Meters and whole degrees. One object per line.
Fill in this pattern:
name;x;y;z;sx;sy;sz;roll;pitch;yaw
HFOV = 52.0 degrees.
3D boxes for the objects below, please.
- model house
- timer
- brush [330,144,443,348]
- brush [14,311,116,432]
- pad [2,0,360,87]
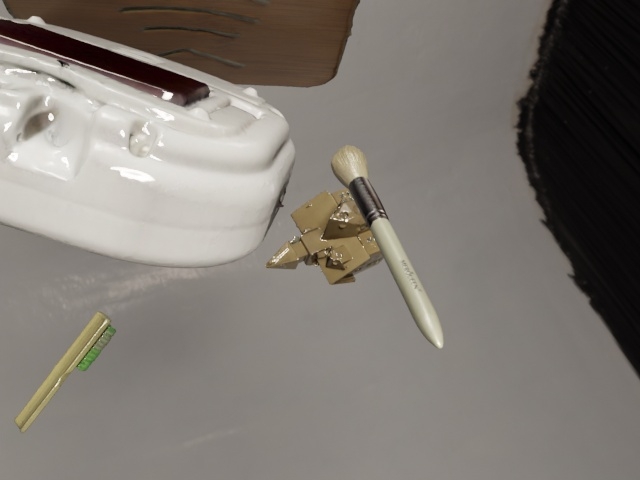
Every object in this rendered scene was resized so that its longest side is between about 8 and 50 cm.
model house;0.000;0.000;1.344;0.248;0.181;0.176;-24;160;-23
timer;-0.143;-0.076;0.412;0.262;0.237;0.087;18;107;-2
brush;0.064;-0.004;0.678;0.042;0.299;0.039;-33;136;13
brush;-0.532;0.277;1.376;0.282;0.054;0.048;-53;132;-11
pad;-0.108;-0.200;0.519;0.286;0.018;0.284;-1;164;-8
